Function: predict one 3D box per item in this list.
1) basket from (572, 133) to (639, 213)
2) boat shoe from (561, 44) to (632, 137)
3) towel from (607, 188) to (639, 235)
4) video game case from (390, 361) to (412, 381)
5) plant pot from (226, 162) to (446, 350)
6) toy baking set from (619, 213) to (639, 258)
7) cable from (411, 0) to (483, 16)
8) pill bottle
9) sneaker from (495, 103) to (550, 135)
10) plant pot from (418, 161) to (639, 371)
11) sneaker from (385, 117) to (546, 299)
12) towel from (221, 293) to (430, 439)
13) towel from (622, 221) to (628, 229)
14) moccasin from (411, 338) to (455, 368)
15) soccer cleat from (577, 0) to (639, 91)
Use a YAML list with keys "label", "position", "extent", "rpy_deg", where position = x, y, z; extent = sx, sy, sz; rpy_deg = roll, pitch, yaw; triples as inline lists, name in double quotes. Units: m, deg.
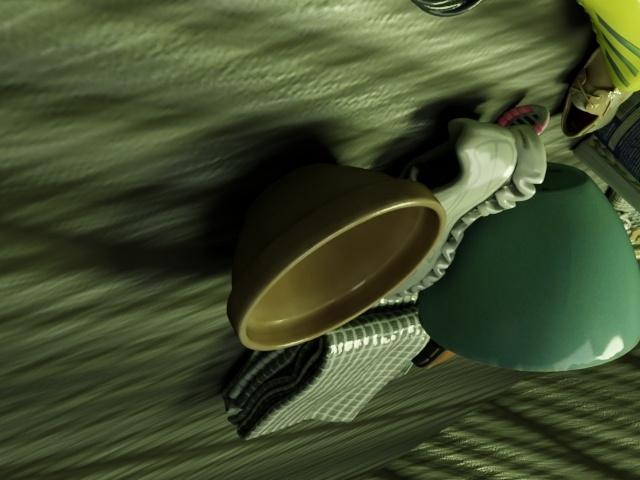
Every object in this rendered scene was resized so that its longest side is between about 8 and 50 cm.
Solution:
- label: "basket"
  position: [0.472, -0.108, 1.073]
  extent: [0.113, 0.167, 0.103]
  rpy_deg: [1, 133, -53]
- label: "boat shoe"
  position: [0.326, -0.174, 0.882]
  extent: [0.059, 0.063, 0.170]
  rpy_deg: [-33, 156, -8]
- label: "towel"
  position: [0.703, -0.063, 1.450]
  extent: [0.324, 0.056, 0.312]
  rpy_deg: [-10, 155, 1]
- label: "video game case"
  position: [0.124, 0.260, 1.510]
  extent: [0.183, 0.023, 0.201]
  rpy_deg: [-21, 153, -25]
- label: "plant pot"
  position: [0.000, 0.000, 0.748]
  extent: [0.237, 0.110, 0.237]
  rpy_deg: [-26, 155, -13]
- label: "toy baking set"
  position: [0.574, -0.003, 1.479]
  extent: [0.256, 0.030, 0.197]
  rpy_deg: [7, 153, -23]
- label: "cable"
  position: [0.124, -0.245, 0.529]
  extent: [0.150, 0.047, 0.184]
  rpy_deg: [-19, 156, -18]
- label: "pill bottle"
  position: [0.451, -0.120, 0.947]
  extent: [0.122, 0.219, 0.123]
  rpy_deg: [-27, 156, -13]
- label: "sneaker"
  position: [0.227, -0.120, 0.892]
  extent: [0.119, 0.047, 0.057]
  rpy_deg: [-39, 163, 31]
- label: "plant pot"
  position: [0.270, 0.009, 0.960]
  extent: [0.290, 0.290, 0.196]
  rpy_deg: [-18, 116, -30]
- label: "sneaker"
  position: [0.122, -0.036, 0.867]
  extent: [0.118, 0.110, 0.292]
  rpy_deg: [11, 136, -32]
- label: "towel"
  position: [0.008, 0.183, 1.095]
  extent: [0.235, 0.121, 0.284]
  rpy_deg: [-7, 146, -44]
- label: "towel"
  position: [0.504, 0.019, 1.444]
  extent: [0.144, 0.029, 0.197]
  rpy_deg: [-7, 155, 5]
- label: "moccasin"
  position: [0.290, 0.102, 1.272]
  extent: [0.147, 0.139, 0.380]
  rpy_deg: [-15, 151, -38]
- label: "soccer cleat"
  position: [0.278, -0.235, 0.687]
  extent: [0.121, 0.094, 0.289]
  rpy_deg: [3, 161, 18]
